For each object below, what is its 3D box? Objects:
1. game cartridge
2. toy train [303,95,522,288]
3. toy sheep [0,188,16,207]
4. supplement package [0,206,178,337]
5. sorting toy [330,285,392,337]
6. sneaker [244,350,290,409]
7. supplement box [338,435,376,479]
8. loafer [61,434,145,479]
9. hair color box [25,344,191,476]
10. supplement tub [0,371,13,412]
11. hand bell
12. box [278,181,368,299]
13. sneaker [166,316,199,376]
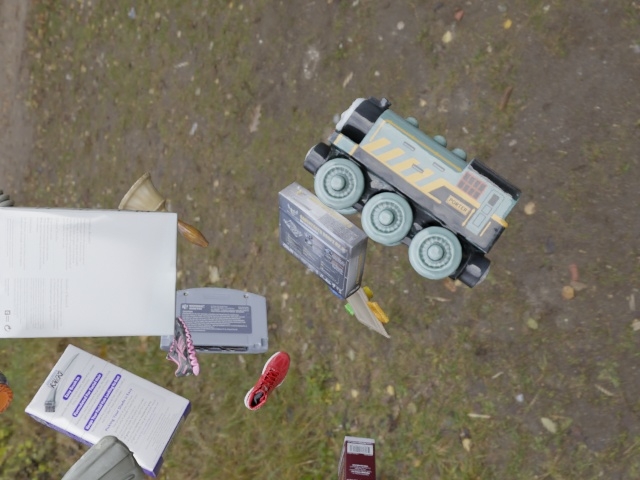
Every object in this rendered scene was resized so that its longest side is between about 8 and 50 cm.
[{"bbox_3d":[-0.297,0.224,1.763,0.060,0.293,0.196,110,160,-50],"label":"game cartridge"},{"bbox_3d":[0.139,-0.076,0.954,0.333,0.142,0.190,37,94,11],"label":"toy train"},{"bbox_3d":[-0.683,-0.066,1.303,0.091,0.091,0.132,-14,111,49],"label":"toy sheep"},{"bbox_3d":[-0.376,0.046,1.049,0.198,0.262,0.200,-166,78,-76],"label":"supplement package"},{"bbox_3d":[0.124,0.178,1.777,0.196,0.047,0.347,57,166,-19],"label":"sorting toy"},{"bbox_3d":[-0.164,0.468,2.051,0.221,0.087,0.128,-59,6,-11],"label":"sneaker"},{"bbox_3d":[0.078,0.566,1.352,0.240,0.073,0.130,-85,3,-52],"label":"supplement box"},{"bbox_3d":[-0.397,0.441,0.960,0.111,0.319,0.112,42,131,1],"label":"loafer"},{"bbox_3d":[-0.511,0.416,1.525,0.110,0.338,0.185,110,-175,-60],"label":"hair color box"},{"bbox_3d":[-0.905,0.377,1.646,0.190,0.117,0.117,29,111,28],"label":"supplement tub"},{"bbox_3d":[-0.401,-0.057,1.663,0.242,0.126,0.126,39,129,-7],"label":"hand bell"},{"bbox_3d":[0.000,0.000,1.416,0.231,0.056,0.183,37,145,27],"label":"box"},{"bbox_3d":[-0.270,0.206,1.193,0.047,0.057,0.120,112,141,-73],"label":"sneaker"}]
